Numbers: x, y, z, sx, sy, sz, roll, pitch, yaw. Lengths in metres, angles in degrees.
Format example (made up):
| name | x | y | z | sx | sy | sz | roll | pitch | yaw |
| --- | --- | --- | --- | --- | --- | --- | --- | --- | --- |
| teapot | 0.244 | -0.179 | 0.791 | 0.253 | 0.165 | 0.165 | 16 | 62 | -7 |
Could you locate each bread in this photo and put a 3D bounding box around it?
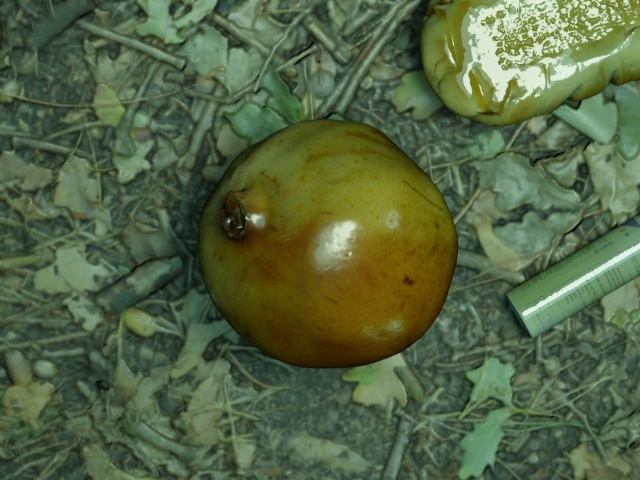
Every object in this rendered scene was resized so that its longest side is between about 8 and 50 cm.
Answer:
| name | x | y | z | sx | sy | sz | roll | pitch | yaw |
| --- | --- | --- | --- | --- | --- | --- | --- | --- | --- |
| bread | 0.251 | -0.228 | 1.655 | 0.311 | 0.121 | 0.173 | -19 | 93 | -1 |

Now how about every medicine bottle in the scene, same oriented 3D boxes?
| name | x | y | z | sx | sy | sz | roll | pitch | yaw |
| --- | --- | --- | --- | --- | --- | --- | --- | --- | --- |
| medicine bottle | 0.310 | 0.023 | 1.716 | 0.231 | 0.059 | 0.059 | -31 | 97 | 0 |

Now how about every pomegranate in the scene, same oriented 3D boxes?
| name | x | y | z | sx | sy | sz | roll | pitch | yaw |
| --- | --- | --- | --- | --- | --- | --- | --- | --- | --- |
| pomegranate | 0.000 | 0.000 | 1.599 | 0.264 | 0.264 | 0.264 | 0 | 96 | -3 |
